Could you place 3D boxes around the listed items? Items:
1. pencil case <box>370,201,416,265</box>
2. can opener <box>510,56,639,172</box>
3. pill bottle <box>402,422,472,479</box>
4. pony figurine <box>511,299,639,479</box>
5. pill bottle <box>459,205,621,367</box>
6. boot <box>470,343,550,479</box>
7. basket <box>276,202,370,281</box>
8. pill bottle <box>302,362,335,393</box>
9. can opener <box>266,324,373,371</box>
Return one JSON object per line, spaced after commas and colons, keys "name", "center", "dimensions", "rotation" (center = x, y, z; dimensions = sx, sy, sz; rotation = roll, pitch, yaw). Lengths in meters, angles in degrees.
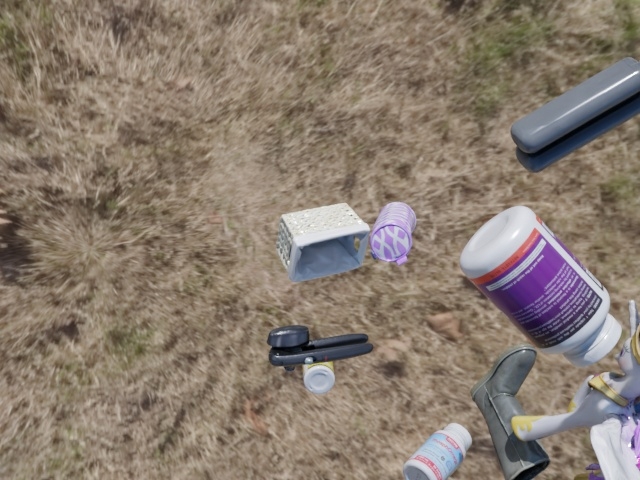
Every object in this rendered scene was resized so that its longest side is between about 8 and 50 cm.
{"name": "pencil case", "center": [0.151, -0.017, 1.718], "dimensions": [0.086, 0.206, 0.088], "rotation": [-37, 98, 18]}
{"name": "can opener", "center": [0.350, -0.160, 0.958], "dimensions": [0.280, 0.093, 0.074], "rotation": [-26, 139, 3]}
{"name": "pill bottle", "center": [0.254, 0.463, 1.825], "dimensions": [0.160, 0.087, 0.087], "rotation": [-35, 99, -39]}
{"name": "pony figurine", "center": [0.478, 0.319, 1.326], "dimensions": [0.303, 0.363, 0.351], "rotation": [4, 48, -24]}
{"name": "pill bottle", "center": [0.440, 0.098, 1.687], "dimensions": [0.323, 0.181, 0.181], "rotation": [45, 79, -8]}
{"name": "boot", "center": [0.369, 0.322, 1.580], "dimensions": [0.076, 0.208, 0.189], "rotation": [15, 125, -23]}
{"name": "basket", "center": [0.000, 0.000, 1.735], "dimensions": [0.167, 0.103, 0.113], "rotation": [-12, 137, -24]}
{"name": "pill bottle", "center": [-0.005, 0.265, 1.780], "dimensions": [0.065, 0.116, 0.065], "rotation": [-1, 111, -3]}
{"name": "can opener", "center": [0.000, 0.184, 1.439], "dimensions": [0.186, 0.059, 0.073], "rotation": [1, 132, -16]}
